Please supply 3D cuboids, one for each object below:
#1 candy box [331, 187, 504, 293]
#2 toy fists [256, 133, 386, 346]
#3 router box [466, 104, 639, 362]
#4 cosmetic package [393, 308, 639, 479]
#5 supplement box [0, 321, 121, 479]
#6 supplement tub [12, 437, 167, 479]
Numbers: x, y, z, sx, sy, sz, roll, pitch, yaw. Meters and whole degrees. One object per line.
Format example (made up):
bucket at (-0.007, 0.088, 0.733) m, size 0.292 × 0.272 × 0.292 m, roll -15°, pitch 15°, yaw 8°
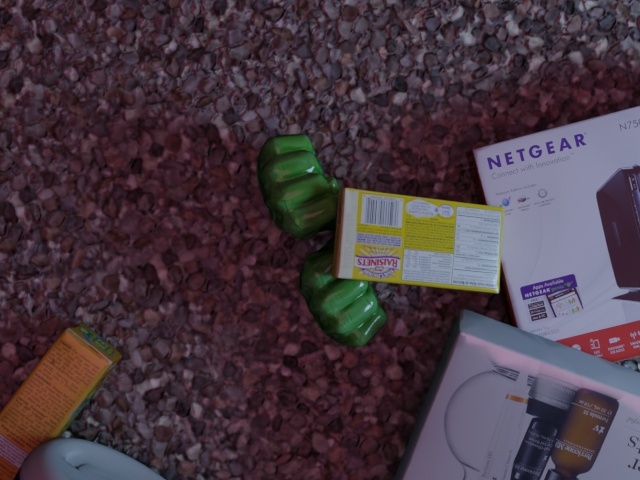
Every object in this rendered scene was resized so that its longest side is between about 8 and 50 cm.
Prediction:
candy box at (0.117, 0.002, 1.104) m, size 0.206 × 0.027 × 0.105 m, roll 7°, pitch 87°, yaw -16°
toy fists at (0.000, 0.000, 1.154) m, size 0.096 × 0.142 × 0.279 m, roll -21°, pitch 92°, yaw -1°
router box at (0.382, -0.010, 1.180) m, size 0.335 × 0.082 × 0.301 m, roll -15°, pitch 91°, yaw 4°
cosmetic package at (0.295, 0.283, 1.126) m, size 0.377 × 0.097 × 0.284 m, roll 19°, pitch 107°, yaw 4°
supplement box at (-0.353, 0.218, 1.184) m, size 0.080 × 0.078 × 0.233 m, roll 35°, pitch 91°, yaw -2°
supplement tub at (-0.312, 0.430, 1.105) m, size 0.241 × 0.241 × 0.331 m, roll 31°, pitch 91°, yaw -2°
